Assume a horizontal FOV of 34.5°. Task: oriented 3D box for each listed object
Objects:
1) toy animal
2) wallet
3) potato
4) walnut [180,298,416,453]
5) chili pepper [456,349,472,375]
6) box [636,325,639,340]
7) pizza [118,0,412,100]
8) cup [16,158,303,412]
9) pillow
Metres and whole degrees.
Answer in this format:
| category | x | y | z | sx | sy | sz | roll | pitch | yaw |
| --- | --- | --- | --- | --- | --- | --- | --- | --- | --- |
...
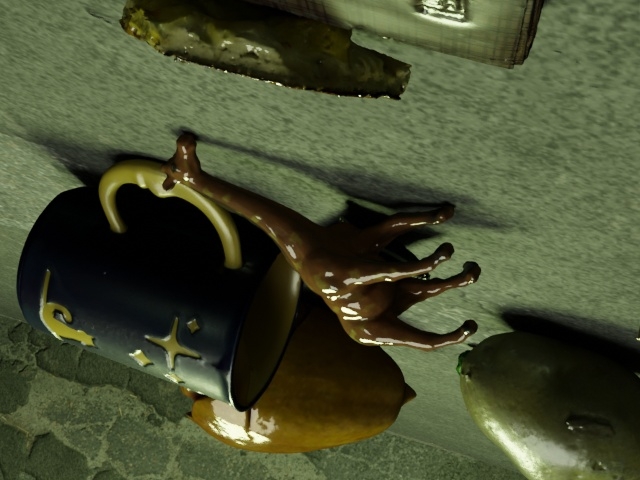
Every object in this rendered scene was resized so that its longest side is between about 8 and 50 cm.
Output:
| category | x | y | z | sx | sy | sz | roll | pitch | yaw |
| --- | --- | --- | --- | --- | --- | --- | --- | --- | --- |
| toy animal | 0.000 | 0.000 | 0.830 | 0.229 | 0.066 | 0.224 | -3 | 128 | 32 |
| wallet | -0.017 | -0.131 | 0.437 | 0.230 | 0.042 | 0.124 | 19 | 172 | 9 |
| potato | 0.250 | 0.179 | 1.072 | 0.235 | 0.160 | 0.178 | 33 | 143 | -15 |
| walnut | -0.021 | 0.174 | 1.322 | 0.336 | 0.209 | 0.209 | 11 | 170 | -23 |
| chili pepper | 0.269 | 0.184 | 1.252 | 0.216 | 0.062 | 0.108 | 18 | 160 | 5 |
| box | 0.318 | 0.084 | 0.870 | 0.053 | 0.024 | 0.083 | 27 | 166 | -30 |
| pizza | -0.032 | -0.104 | 0.520 | 0.160 | 0.036 | 0.099 | 15 | -164 | 3 |
| cup | -0.159 | 0.014 | 1.048 | 0.256 | 0.255 | 0.178 | 18 | -156 | 15 |
| pillow | 0.034 | 0.019 | 0.934 | 0.090 | 0.048 | 0.150 | 18 | 166 | -13 |
